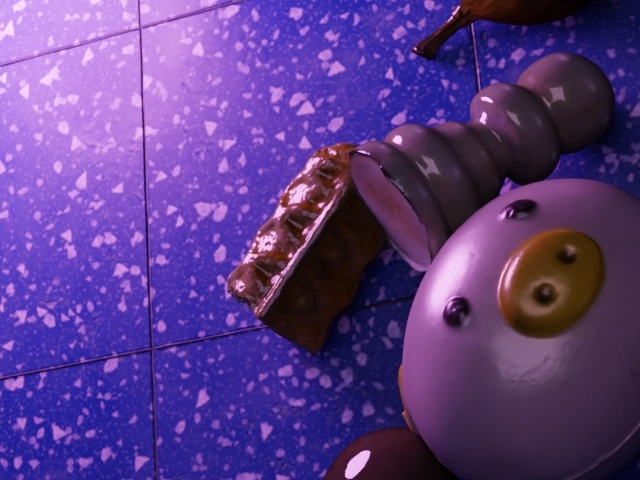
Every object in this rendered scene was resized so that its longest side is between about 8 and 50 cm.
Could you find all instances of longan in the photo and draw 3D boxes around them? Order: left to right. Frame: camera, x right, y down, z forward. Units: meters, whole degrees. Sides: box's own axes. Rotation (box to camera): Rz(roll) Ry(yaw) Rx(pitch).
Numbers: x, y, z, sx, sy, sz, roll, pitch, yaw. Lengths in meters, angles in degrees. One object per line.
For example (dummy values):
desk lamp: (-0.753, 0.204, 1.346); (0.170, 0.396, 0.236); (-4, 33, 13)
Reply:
longan: (0.082, 0.327, 1.852); (0.198, 0.198, 0.212); (13, 62, 26)

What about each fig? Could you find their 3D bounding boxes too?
fig: (0.229, -0.350, 2.046); (0.321, 0.217, 0.217); (-37, 60, 33)

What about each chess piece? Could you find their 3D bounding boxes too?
chess piece: (0.215, -0.119, 1.936); (0.330, 0.182, 0.182); (-32, 61, -12)

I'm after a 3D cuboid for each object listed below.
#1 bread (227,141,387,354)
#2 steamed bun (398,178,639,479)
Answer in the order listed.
bread: (0.000, 0.000, 2.036); (0.152, 0.130, 0.268); (33, 86, -8)
steamed bun: (0.258, 0.109, 1.781); (0.333, 0.334, 0.374); (22, 66, 28)
